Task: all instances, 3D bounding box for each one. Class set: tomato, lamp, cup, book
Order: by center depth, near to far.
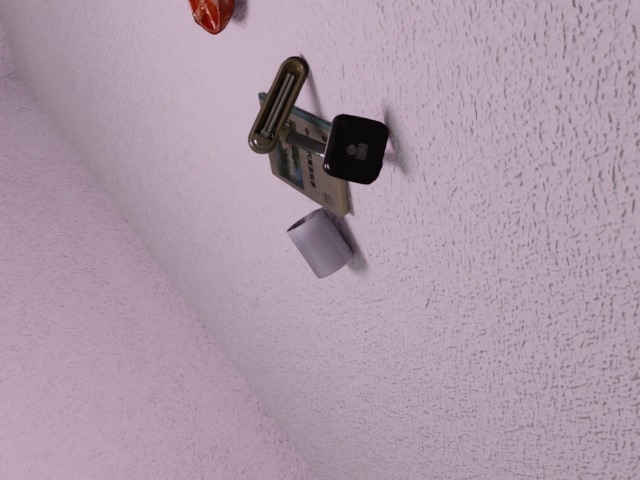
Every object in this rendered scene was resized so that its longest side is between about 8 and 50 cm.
[{"bbox_3d":[0.008,-0.230,1.383,0.283,0.124,0.203,25,104,47],"label":"lamp"},{"bbox_3d":[-0.221,-0.514,1.543,0.155,0.069,0.155,46,150,36],"label":"tomato"},{"bbox_3d":[-0.041,-0.191,1.597,0.283,0.025,0.215,33,141,47],"label":"book"},{"bbox_3d":[0.007,-0.003,1.634,0.099,0.136,0.133,-28,100,35],"label":"cup"}]
